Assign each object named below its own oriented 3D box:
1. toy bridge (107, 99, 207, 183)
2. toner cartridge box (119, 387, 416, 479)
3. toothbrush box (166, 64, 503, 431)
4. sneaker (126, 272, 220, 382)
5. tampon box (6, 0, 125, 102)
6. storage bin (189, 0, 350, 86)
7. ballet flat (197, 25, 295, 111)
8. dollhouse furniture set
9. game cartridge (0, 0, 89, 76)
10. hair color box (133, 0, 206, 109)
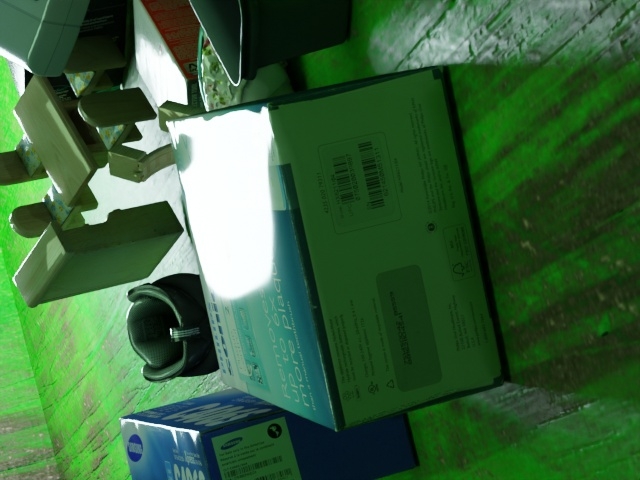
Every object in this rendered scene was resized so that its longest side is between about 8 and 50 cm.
[{"bbox_3d":[-0.107,-0.099,1.461,0.063,0.188,0.026,16,129,20],"label":"toy bridge"},{"bbox_3d":[-0.057,0.170,1.471,0.348,0.165,0.075,166,91,-72],"label":"toner cartridge box"},{"bbox_3d":[0.000,0.000,1.231,0.295,0.126,0.216,-171,68,-73],"label":"toothbrush box"},{"bbox_3d":[-0.105,0.062,1.557,0.268,0.153,0.101,177,81,-73],"label":"sneaker"},{"bbox_3d":[-0.296,-0.243,1.989,0.161,0.120,0.101,103,148,-55],"label":"tampon box"},{"bbox_3d":[-0.039,-0.192,1.264,0.098,0.091,0.135,94,155,-45],"label":"storage bin"},{"bbox_3d":[-0.046,-0.085,1.423,0.077,0.091,0.241,25,138,30],"label":"ballet flat"},{"bbox_3d":[-0.288,-0.067,1.916,0.242,0.161,0.212,58,135,19],"label":"dollhouse furniture set"},{"bbox_3d":[-0.292,-0.330,1.811,0.196,0.060,0.294,27,108,44],"label":"game cartridge"},{"bbox_3d":[-0.128,-0.161,1.634,0.167,0.053,0.093,-120,24,-46],"label":"hair color box"}]
